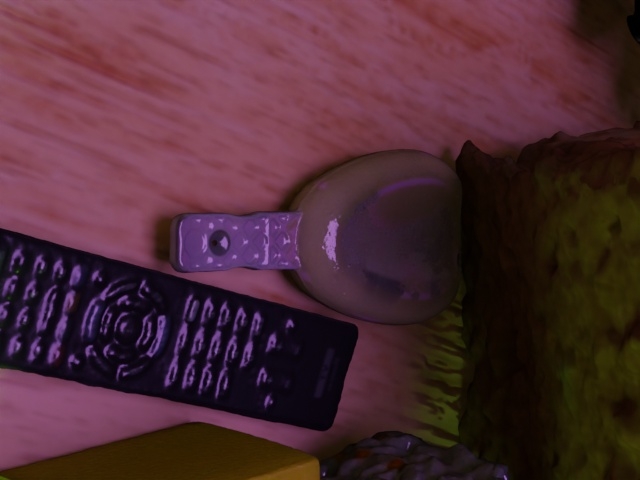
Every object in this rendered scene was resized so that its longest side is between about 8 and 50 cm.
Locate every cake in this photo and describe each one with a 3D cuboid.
[{"bbox_3d":[0.244,0.058,0.828,0.290,0.256,0.282,-8,100,-19],"label":"cake"}]

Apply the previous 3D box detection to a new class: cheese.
[{"bbox_3d":[0.000,0.000,0.800,0.192,0.037,0.097,-2,94,-42],"label":"cheese"}]

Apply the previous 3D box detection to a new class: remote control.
[{"bbox_3d":[-0.075,0.047,0.743,0.245,0.025,0.063,19,82,-42],"label":"remote control"}]

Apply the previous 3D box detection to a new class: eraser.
[{"bbox_3d":[-0.075,0.122,0.702,0.122,0.097,0.045,-10,103,-41],"label":"eraser"}]

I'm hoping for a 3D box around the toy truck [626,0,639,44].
[{"bbox_3d":[0.235,-0.189,0.880,0.257,0.127,0.127,45,63,-30],"label":"toy truck"}]

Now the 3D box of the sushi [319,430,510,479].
[{"bbox_3d":[0.003,0.189,0.756,0.225,0.136,0.126,-33,118,-28],"label":"sushi"}]
